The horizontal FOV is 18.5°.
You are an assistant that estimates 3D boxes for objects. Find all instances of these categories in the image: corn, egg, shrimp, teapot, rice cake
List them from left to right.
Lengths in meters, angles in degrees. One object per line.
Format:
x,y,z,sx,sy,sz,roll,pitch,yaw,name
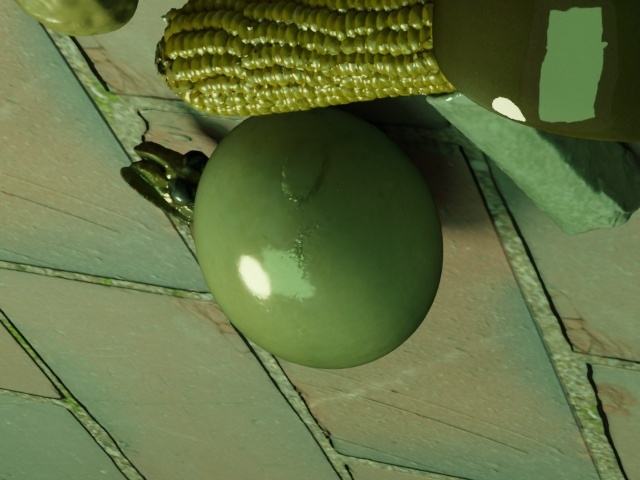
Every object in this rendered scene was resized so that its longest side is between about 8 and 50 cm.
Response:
-0.066,0.001,1.694,0.168,0.077,0.317,-3,148,45,shrimp
0.000,0.000,1.510,0.186,0.187,0.253,9,153,23,egg
0.017,-0.140,1.341,0.293,0.106,0.106,-2,146,34,corn
0.154,-0.077,1.391,0.069,0.063,0.206,-8,142,42,rice cake
0.174,-0.171,1.097,0.267,0.185,0.175,-4,126,-16,teapot

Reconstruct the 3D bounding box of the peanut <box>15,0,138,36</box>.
-0.182,-0.223,1.322,0.117,0.101,0.263,35,158,17,peanut
